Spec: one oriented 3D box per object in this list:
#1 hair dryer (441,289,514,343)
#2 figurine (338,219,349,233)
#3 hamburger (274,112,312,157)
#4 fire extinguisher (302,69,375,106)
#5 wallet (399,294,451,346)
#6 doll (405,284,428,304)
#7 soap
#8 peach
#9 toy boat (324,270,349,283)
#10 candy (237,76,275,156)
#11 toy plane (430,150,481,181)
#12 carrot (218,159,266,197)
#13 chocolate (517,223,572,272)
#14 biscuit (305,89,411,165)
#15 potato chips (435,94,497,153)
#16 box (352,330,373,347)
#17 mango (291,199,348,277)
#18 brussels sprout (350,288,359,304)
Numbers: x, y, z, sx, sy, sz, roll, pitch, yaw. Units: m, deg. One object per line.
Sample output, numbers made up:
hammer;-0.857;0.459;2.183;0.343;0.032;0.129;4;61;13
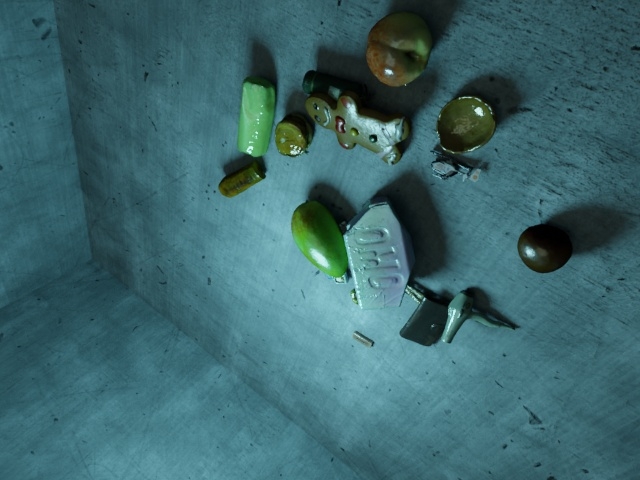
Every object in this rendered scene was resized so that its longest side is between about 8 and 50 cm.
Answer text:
hair dryer;0.623;0.365;1.712;0.267;0.092;0.229;40;102;7
figurine;0.140;-0.039;1.883;0.072;0.054;0.129;-39;84;29
hamburger;-0.108;-0.442;1.767;0.185;0.113;0.177;48;130;-10
fire extinguisher;0.078;-0.563;1.557;0.294;0.093;0.118;24;156;22
wallet;0.483;0.369;1.867;0.165;0.042;0.310;22;132;2
doll;0.342;0.184;1.857;0.285;0.091;0.203;12;137;30
soap;0.249;0.050;1.721;0.261;0.156;0.447;-8;104;19
peach;0.246;-0.621;1.338;0.232;0.232;0.233;19;128;26
toy boat;0.067;0.134;2.011;0.088;0.102;0.215;-7;113;37
candy;-0.282;-0.534;1.813;0.142;0.132;0.344;42;136;29
toy plane;0.474;-0.255;1.491;0.197;0.053;0.078;29;123;24
carrot;-0.392;-0.303;2.063;0.301;0.114;0.114;-19;106;39
chocolate;0.751;0.037;1.402;0.176;0.176;0.177;19;128;26
biscuit;0.121;-0.427;1.559;0.431;0.064;0.283;28;155;14
potato chips;0.489;-0.386;1.385;0.195;0.062;0.208;36;135;20
box;0.223;0.528;2.205;0.115;0.025;0.048;29;130;19
mango;0.000;0.000;1.883;0.225;0.201;0.382;-31;86;36
brussels sprout;0.176;0.282;2.066;0.051;0.046;0.083;-32;91;1
